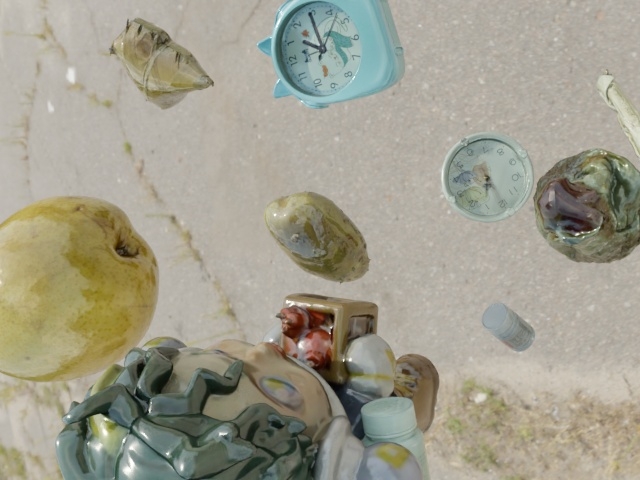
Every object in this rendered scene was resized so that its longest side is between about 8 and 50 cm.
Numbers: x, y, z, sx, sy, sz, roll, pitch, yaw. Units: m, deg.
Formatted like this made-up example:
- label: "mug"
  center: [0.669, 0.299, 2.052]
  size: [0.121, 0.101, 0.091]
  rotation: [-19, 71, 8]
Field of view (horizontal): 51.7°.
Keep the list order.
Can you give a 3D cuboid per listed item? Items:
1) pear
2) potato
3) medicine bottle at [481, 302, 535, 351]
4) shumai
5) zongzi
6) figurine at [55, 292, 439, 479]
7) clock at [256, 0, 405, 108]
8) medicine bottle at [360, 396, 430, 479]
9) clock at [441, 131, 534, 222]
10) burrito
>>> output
- label: "pear"
  center: [-0.414, 0.077, 1.070]
  size: [0.314, 0.314, 0.315]
  rotation: [18, 113, 50]
- label: "potato"
  center: [0.000, 0.000, 1.559]
  size: [0.191, 0.296, 0.141]
  rotation: [-29, 33, 41]
- label: "medicine bottle"
  center: [0.345, 0.159, 1.212]
  size: [0.058, 0.091, 0.058]
  rotation: [-37, 33, 29]
- label: "shumai"
  center: [0.469, -0.029, 1.238]
  size: [0.222, 0.203, 0.272]
  rotation: [32, 149, 34]
- label: "zongzi"
  center: [-0.244, -0.272, 1.136]
  size: [0.197, 0.099, 0.194]
  rotation: [32, 170, 12]
- label: "figurine"
  center: [-0.029, 0.142, 0.519]
  size: [0.260, 0.381, 0.186]
  rotation: [-2, 92, 35]
- label: "clock"
  center: [0.013, -0.374, 1.279]
  size: [0.273, 0.094, 0.224]
  rotation: [-12, 102, 26]
- label: "medicine bottle"
  center: [0.057, 0.165, 0.499]
  size: [0.047, 0.047, 0.084]
  rotation: [-5, 98, 53]
- label: "clock"
  center: [0.429, -0.163, 1.712]
  size: [0.053, 0.236, 0.237]
  rotation: [19, -122, -84]
- label: "burrito"
  center: [0.502, -0.204, 1.082]
  size: [0.041, 0.045, 0.186]
  rotation: [-40, 46, 33]
